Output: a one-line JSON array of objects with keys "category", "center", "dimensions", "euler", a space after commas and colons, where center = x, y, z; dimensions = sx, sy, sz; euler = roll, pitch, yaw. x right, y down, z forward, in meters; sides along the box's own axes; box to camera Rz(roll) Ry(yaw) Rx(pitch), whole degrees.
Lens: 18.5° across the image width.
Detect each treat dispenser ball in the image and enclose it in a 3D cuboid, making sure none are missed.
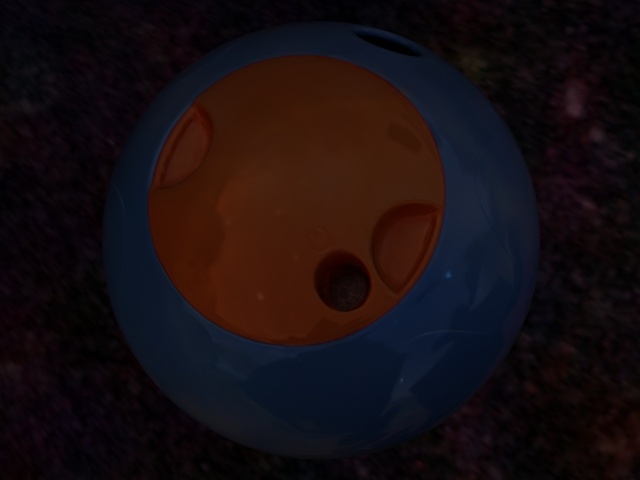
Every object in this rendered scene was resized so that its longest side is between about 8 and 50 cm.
[{"category": "treat dispenser ball", "center": [0.000, 0.000, 1.297], "dimensions": [0.288, 0.288, 0.288], "euler": [-7, 109, -22]}]
